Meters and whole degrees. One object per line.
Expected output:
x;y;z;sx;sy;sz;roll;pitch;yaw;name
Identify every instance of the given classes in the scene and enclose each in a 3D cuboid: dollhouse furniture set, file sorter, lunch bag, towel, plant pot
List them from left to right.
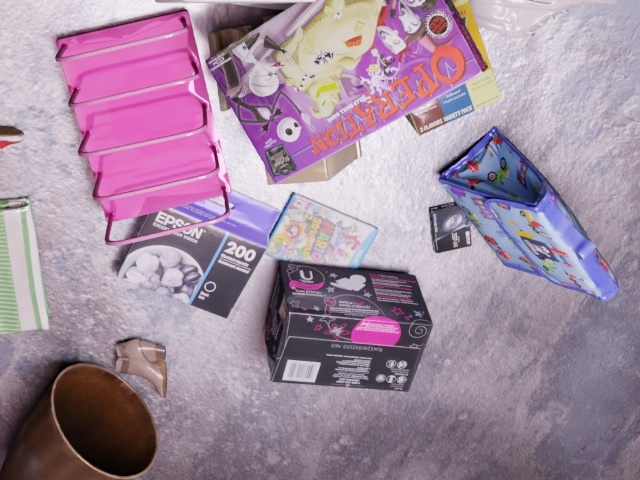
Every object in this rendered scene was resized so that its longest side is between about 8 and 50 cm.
-0.608;0.058;1.689;0.324;0.038;0.248;-7;117;-9;towel
-0.430;0.360;1.796;0.215;0.215;0.230;37;118;-25;plant pot
-0.254;-0.162;1.551;0.202;0.182;0.291;-14;109;-4;file sorter
-0.025;-0.222;1.607;0.212;0.161;0.242;-2;106;20;dollhouse furniture set
0.354;-0.029;1.692;0.138;0.293;0.221;-42;117;-2;lunch bag

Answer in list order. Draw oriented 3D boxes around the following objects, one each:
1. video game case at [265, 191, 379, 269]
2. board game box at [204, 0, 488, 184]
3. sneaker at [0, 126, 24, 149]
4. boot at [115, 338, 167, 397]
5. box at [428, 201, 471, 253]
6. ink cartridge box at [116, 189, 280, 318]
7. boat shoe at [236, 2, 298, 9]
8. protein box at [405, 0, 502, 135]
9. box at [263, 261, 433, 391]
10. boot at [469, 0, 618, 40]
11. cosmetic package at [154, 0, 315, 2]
0.000;0.000;1.799;0.166;0.015;0.119;22;109;-21;video game case
0.030;-0.242;1.462;0.347;0.056;0.208;-27;101;26;board game box
-0.505;-0.135;1.612;0.118;0.042;0.067;-3;112;-2;sneaker
-0.309;0.220;1.832;0.087;0.042;0.118;0;115;-5;boot
0.224;-0.023;1.831;0.067;0.018;0.083;-11;117;-6;box
-0.198;0.006;1.745;0.206;0.045;0.208;23;108;-20;ink cartridge box
-0.172;-0.421;1.491;0.367;0.136;0.156;3;115;-16;boat shoe
0.150;-0.299;1.579;0.136;0.200;0.201;-24;117;1;protein box
0.041;0.147;1.800;0.247;0.142;0.163;6;125;-13;box
0.347;-0.373;1.656;0.258;0.095;0.123;9;120;-6;boot
-0.114;-0.385;1.380;0.183;0.151;0.151;-6;104;-23;cosmetic package
